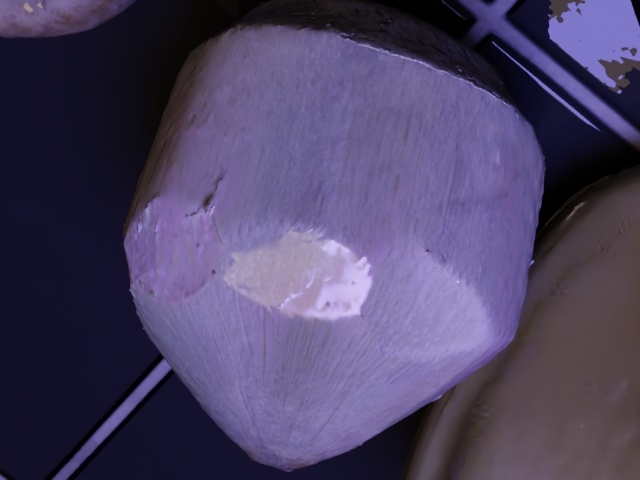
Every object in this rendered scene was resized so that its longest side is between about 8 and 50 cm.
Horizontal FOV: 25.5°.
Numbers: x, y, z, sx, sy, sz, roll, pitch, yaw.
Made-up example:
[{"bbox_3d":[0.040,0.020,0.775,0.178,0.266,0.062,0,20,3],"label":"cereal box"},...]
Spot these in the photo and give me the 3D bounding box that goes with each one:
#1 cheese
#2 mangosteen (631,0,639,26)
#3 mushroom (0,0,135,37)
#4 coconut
[{"bbox_3d":[0.190,0.099,0.765,0.260,0.128,0.315,22,89,15],"label":"cheese"},{"bbox_3d":[0.275,-0.158,0.571,0.330,0.330,0.330,5,120,9],"label":"mangosteen"},{"bbox_3d":[-0.153,-0.183,0.730,0.166,0.127,0.166,2,122,3],"label":"mushroom"},{"bbox_3d":[0.000,0.000,0.730,0.224,0.224,0.234,20,82,0],"label":"coconut"}]
